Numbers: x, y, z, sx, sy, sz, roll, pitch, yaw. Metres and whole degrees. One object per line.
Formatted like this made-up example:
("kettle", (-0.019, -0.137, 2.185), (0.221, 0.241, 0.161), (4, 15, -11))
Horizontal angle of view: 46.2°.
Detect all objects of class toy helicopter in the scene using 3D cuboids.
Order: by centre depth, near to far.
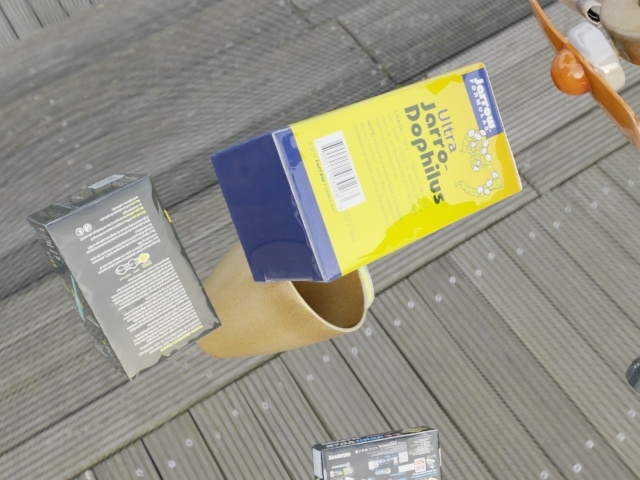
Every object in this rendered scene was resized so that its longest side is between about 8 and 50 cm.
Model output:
("toy helicopter", (0.260, -0.141, 0.532), (0.235, 0.140, 0.355), (-15, 31, 33))

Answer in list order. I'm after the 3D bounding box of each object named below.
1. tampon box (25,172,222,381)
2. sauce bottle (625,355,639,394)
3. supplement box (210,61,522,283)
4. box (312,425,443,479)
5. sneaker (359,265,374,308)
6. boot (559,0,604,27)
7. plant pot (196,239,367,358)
("tampon box", (-0.187, 0.029, 0.712), (0.101, 0.161, 0.120), (-31, 20, -24))
("sauce bottle", (0.505, 0.064, 0.946), (0.111, 0.344, 0.111), (17, 32, -11))
("supplement box", (0.068, -0.092, 1.036), (0.356, 0.194, 0.195), (-24, 99, -29))
("box", (0.102, 0.418, 1.269), (0.220, 0.051, 0.175), (-5, 88, -21))
("sneaker", (0.000, 0.000, 1.650), (0.145, 0.147, 0.384), (-28, 67, 18))
("boot", (0.316, -0.302, 0.926), (0.118, 0.042, 0.087), (13, 38, -20))
("plant pot", (-0.095, 0.092, 1.251), (0.254, 0.237, 0.237), (-30, 56, 26))
